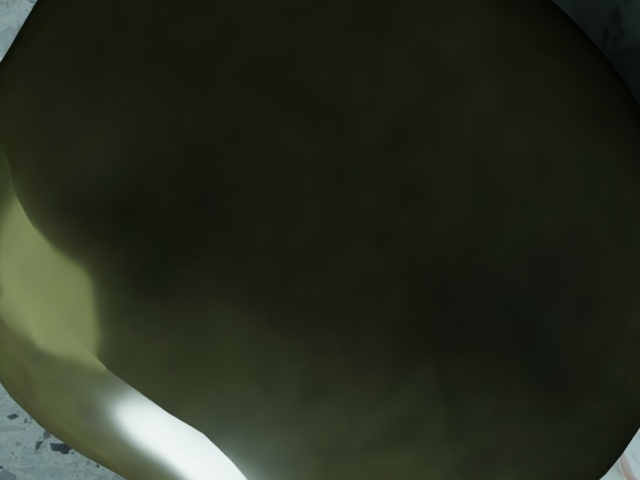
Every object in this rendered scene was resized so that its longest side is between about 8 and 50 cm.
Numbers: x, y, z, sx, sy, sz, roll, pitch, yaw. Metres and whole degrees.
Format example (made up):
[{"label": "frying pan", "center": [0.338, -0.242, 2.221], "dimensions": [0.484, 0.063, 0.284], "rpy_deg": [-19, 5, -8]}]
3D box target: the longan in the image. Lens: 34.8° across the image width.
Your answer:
[{"label": "longan", "center": [0.000, 0.000, 0.526], "dimensions": [0.361, 0.361, 0.361], "rpy_deg": [163, 90, -83]}]
